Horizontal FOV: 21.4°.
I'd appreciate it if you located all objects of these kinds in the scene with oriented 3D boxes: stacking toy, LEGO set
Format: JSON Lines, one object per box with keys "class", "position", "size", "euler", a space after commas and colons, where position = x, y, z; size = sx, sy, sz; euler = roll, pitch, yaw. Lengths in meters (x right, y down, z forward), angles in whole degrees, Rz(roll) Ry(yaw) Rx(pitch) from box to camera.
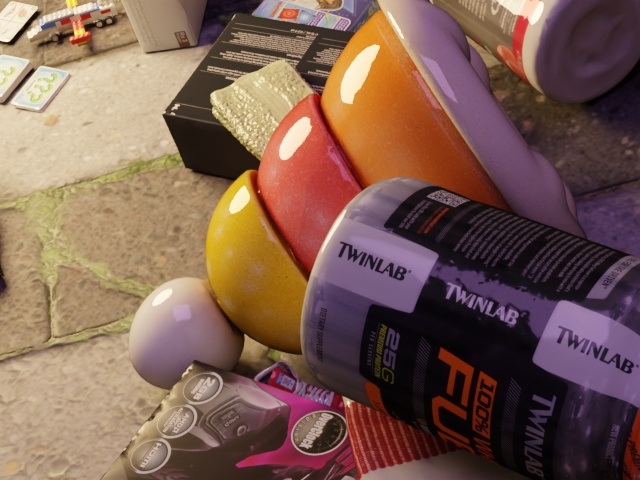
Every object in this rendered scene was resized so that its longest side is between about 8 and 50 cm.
{"class": "stacking toy", "position": [0.000, 0.000, 1.735], "size": [0.480, 0.350, 0.350], "euler": [-34, 43, 7]}
{"class": "LEGO set", "position": [-0.388, -0.284, 2.285], "size": [0.182, 0.060, 0.244], "euler": [15, 53, 26]}

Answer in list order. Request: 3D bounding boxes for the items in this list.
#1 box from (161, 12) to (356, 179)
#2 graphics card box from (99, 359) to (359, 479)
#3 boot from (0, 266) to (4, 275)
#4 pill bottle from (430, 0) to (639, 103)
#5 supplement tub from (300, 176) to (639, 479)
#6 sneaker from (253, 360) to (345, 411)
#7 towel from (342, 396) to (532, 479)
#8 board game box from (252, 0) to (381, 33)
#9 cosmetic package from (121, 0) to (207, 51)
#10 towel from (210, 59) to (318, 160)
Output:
{"class": "box", "position": [-0.024, -0.156, 1.995], "size": [0.261, 0.103, 0.184], "euler": [13, 52, 29]}
{"class": "graphics card box", "position": [-0.027, 0.265, 1.587], "size": [0.371, 0.094, 0.233], "euler": [16, 53, 32]}
{"class": "boot", "position": [-0.478, 0.018, 2.008], "size": [0.198, 0.077, 0.137], "euler": [-23, 49, -2]}
{"class": "pill bottle", "position": [0.231, -0.307, 2.001], "size": [0.176, 0.176, 0.318], "euler": [-32, 45, -12]}
{"class": "supplement tub", "position": [0.170, 0.087, 1.443], "size": [0.338, 0.207, 0.207], "euler": [21, 56, 28]}
{"class": "sneaker", "position": [-0.012, 0.156, 1.708], "size": [0.118, 0.067, 0.042], "euler": [0, 47, 19]}
{"class": "towel", "position": [0.158, 0.224, 1.485], "size": [0.237, 0.037, 0.329], "euler": [-13, 47, -2]}
{"class": "board game box", "position": [0.022, -0.325, 2.183], "size": [0.136, 0.035, 0.201], "euler": [20, 56, 25]}
{"class": "cosmetic package", "position": [-0.200, -0.369, 2.259], "size": [0.085, 0.117, 0.231], "euler": [-5, 44, 15]}
{"class": "towel", "position": [-0.053, -0.146, 1.908], "size": [0.110, 0.027, 0.148], "euler": [-32, 46, -10]}
